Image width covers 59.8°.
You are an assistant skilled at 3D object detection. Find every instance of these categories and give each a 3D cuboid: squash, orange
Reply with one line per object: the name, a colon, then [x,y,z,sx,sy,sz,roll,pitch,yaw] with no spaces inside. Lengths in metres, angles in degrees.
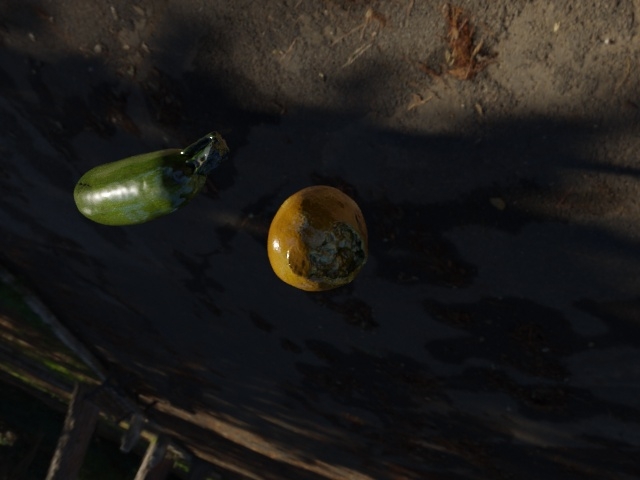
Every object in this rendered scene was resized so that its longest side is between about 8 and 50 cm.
squash: [-0.209,-0.056,0.604,0.318,0.080,0.071,-6,145,48]
orange: [0.000,0.000,0.796,0.134,0.155,0.155,26,157,24]
